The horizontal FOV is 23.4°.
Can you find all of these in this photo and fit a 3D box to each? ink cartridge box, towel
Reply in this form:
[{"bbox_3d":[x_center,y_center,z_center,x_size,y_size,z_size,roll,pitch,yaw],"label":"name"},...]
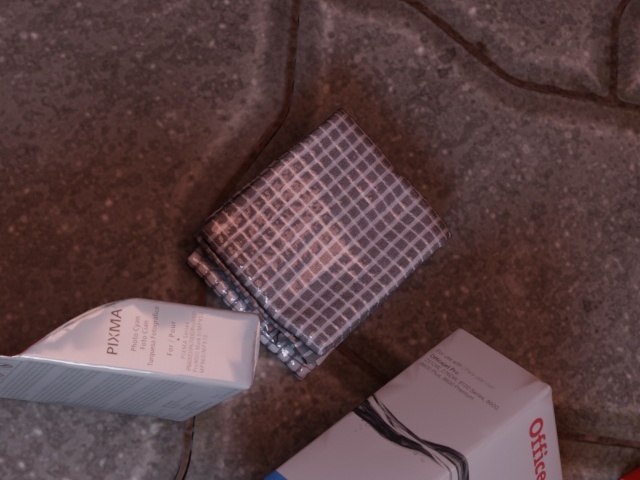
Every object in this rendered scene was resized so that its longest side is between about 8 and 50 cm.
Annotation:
[{"bbox_3d":[-0.293,0.121,1.727,0.385,0.308,0.091,11,74,-17],"label":"ink cartridge box"},{"bbox_3d":[0.098,0.336,1.825,0.395,0.166,0.285,-36,136,-24],"label":"ink cartridge box"},{"bbox_3d":[0.000,0.000,1.967,0.284,0.121,0.235,-43,94,-23],"label":"towel"}]

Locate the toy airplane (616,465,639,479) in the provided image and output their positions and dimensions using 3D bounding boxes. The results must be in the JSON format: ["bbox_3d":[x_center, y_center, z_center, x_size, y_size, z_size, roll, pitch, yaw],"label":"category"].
[{"bbox_3d":[0.573,0.476,1.992,0.386,0.272,0.384,10,42,-5],"label":"toy airplane"}]
